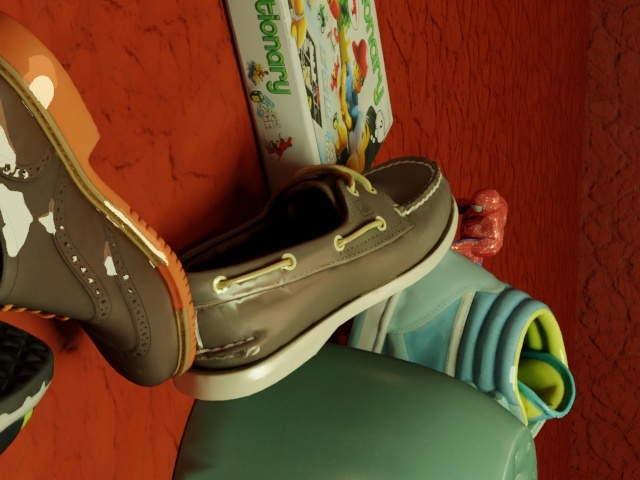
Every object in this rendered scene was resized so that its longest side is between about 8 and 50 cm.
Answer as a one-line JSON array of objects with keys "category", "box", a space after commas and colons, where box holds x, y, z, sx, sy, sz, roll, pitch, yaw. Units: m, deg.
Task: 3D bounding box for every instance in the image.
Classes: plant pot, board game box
[{"category": "plant pot", "box": [0.044, 0.227, 1.019, 0.293, 0.235, 0.293, 4, 90, -69]}, {"category": "board game box", "box": [-0.007, -0.172, 1.062, 0.193, 0.053, 0.305, -64, 151, -45]}]

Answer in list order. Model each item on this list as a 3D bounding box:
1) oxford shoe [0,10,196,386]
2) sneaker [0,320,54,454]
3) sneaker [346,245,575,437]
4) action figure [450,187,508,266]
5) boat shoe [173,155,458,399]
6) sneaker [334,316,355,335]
[{"category": "oxford shoe", "box": [-0.151, 0.006, 0.676, 0.098, 0.097, 0.271, -54, 140, -27]}, {"category": "sneaker", "box": [-0.207, 0.111, 0.568, 0.235, 0.084, 0.097, -46, 160, -59]}, {"category": "sneaker", "box": [0.120, 0.167, 1.183, 0.127, 0.208, 0.319, -27, 136, -49]}, {"category": "action figure", "box": [0.137, 0.014, 1.472, 0.280, 0.139, 0.091, 104, -1, -58]}, {"category": "boat shoe", "box": [0.000, 0.000, 0.966, 0.324, 0.116, 0.097, -35, 123, -42]}, {"category": "sneaker", "box": [0.004, 0.059, 1.155, 0.067, 0.042, 0.118, -65, 150, -43]}]
